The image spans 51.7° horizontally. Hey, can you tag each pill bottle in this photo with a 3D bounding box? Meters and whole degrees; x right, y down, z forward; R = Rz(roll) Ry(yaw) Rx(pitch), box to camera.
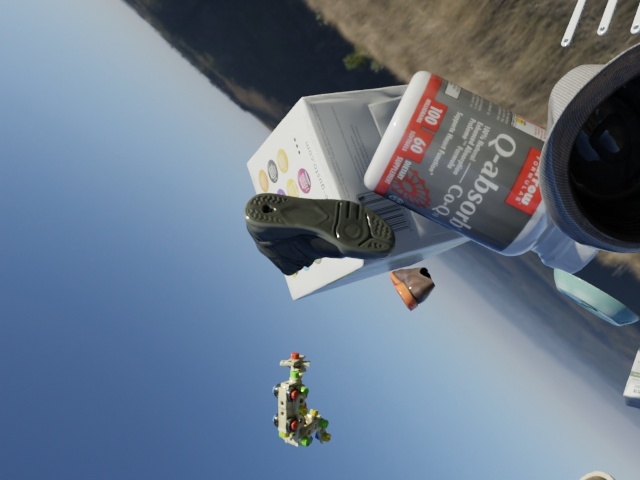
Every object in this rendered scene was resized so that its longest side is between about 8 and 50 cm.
[{"bbox_3d":[0.271,-0.103,1.054,0.363,0.210,0.210,26,-173,1],"label":"pill bottle"}]

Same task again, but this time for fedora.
[{"bbox_3d":[0.347,-0.117,0.762,0.275,0.243,0.124,35,-164,-28],"label":"fedora"}]

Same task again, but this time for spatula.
[{"bbox_3d":[0.491,-0.423,1.087,0.019,0.242,0.168,34,163,-35],"label":"spatula"}]

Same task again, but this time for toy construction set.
[{"bbox_3d":[-0.068,0.542,2.209,0.215,0.151,0.327,-7,-95,-50],"label":"toy construction set"}]

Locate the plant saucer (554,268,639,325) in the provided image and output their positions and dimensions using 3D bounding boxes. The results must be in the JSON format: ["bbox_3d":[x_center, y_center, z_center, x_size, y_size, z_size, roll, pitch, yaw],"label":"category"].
[{"bbox_3d":[0.345,0.076,0.839,0.119,0.021,0.119,33,-178,-1],"label":"plant saucer"}]

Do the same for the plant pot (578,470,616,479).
[{"bbox_3d":[0.699,0.724,1.433,0.306,0.333,0.334,24,-174,4],"label":"plant pot"}]

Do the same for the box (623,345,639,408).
[{"bbox_3d":[0.657,0.236,1.209,0.145,0.186,0.038,7,140,39],"label":"box"}]

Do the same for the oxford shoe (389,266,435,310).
[{"bbox_3d":[0.252,0.117,1.769,0.097,0.098,0.271,57,-176,-9],"label":"oxford shoe"}]

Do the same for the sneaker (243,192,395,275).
[{"bbox_3d":[0.000,0.000,1.014,0.228,0.087,0.130,8,149,6],"label":"sneaker"}]

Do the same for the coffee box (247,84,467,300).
[{"bbox_3d":[0.092,-0.100,1.406,0.334,0.338,0.337,-33,74,60],"label":"coffee box"}]
